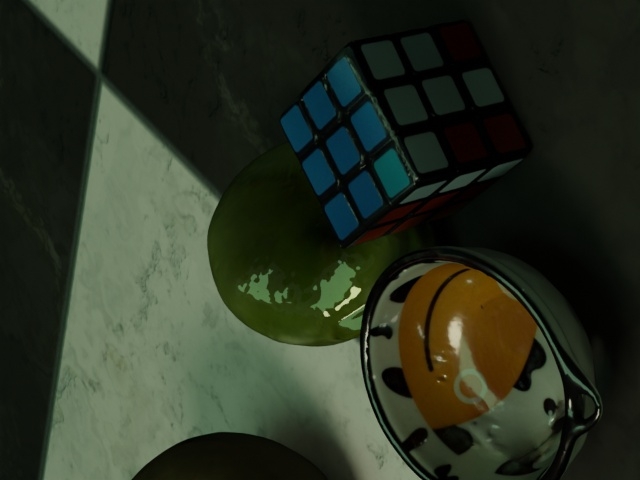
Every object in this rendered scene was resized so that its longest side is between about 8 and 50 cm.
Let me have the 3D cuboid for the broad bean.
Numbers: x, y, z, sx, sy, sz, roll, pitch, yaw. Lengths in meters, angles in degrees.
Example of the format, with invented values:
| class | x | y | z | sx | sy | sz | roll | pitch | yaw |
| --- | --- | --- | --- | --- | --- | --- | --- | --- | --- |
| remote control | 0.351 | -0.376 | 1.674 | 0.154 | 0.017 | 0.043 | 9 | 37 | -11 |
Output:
| class | x | y | z | sx | sy | sz | roll | pitch | yaw |
| --- | --- | --- | --- | --- | --- | --- | --- | --- | --- |
| broad bean | 0.001 | 0.000 | 1.910 | 0.291 | 0.119 | 0.238 | 11 | 84 | 36 |

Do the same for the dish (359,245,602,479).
| class | x | y | z | sx | sy | sz | roll | pitch | yaw |
| --- | --- | --- | --- | --- | --- | --- | --- | --- | --- |
| dish | 0.178 | 0.127 | 1.745 | 0.303 | 0.120 | 0.303 | 19 | 118 | 40 |

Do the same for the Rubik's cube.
| class | x | y | z | sx | sy | sz | roll | pitch | yaw |
| --- | --- | --- | --- | --- | --- | --- | --- | --- | --- |
| Rubik's cube | 0.082 | -0.107 | 1.756 | 0.160 | 0.163 | 0.162 | -40 | 70 | 53 |

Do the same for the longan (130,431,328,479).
| class | x | y | z | sx | sy | sz | roll | pitch | yaw |
| --- | --- | --- | --- | --- | --- | --- | --- | --- | --- |
| longan | -0.104 | 0.386 | 2.101 | 0.319 | 0.319 | 0.319 | 26 | 124 | 46 |
